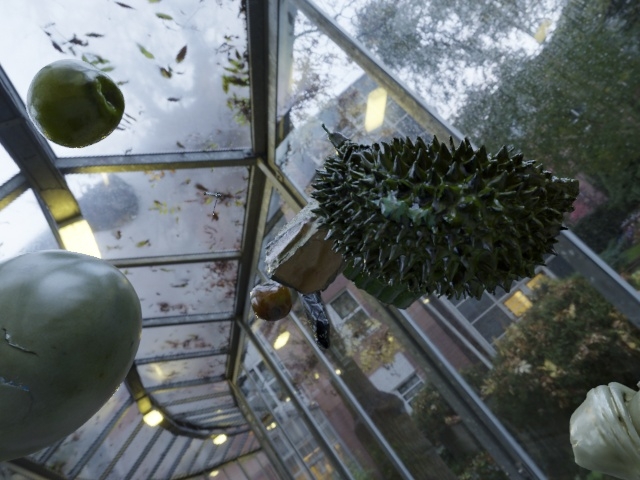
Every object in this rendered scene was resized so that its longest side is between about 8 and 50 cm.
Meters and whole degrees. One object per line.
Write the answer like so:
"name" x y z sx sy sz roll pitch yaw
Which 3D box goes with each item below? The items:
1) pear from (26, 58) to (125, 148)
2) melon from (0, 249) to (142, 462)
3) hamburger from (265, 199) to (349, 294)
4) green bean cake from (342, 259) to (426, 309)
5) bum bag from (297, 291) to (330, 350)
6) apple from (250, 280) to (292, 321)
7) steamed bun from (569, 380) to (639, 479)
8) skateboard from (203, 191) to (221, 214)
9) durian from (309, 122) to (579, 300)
"pear" -0.542 -0.300 0.976 0.198 0.198 0.198 -33 -23 -16
"melon" -0.423 0.162 0.642 0.268 0.269 0.330 -61 -2 42
"hamburger" 0.000 0.000 0.896 0.155 0.135 0.207 24 -59 -26
"green bean cake" 0.170 0.032 1.032 0.214 0.201 0.113 -64 5 -30
"bum bag" -0.026 0.200 1.408 0.074 0.309 0.137 -13 -35 -19
"apple" -0.120 0.154 1.113 0.099 0.101 0.114 -11 7 -1
"steamed bun" 0.743 0.426 1.030 0.289 0.203 0.276 0 -1 27
"skateboard" -0.395 -0.135 1.593 0.064 0.032 0.083 3 -61 -29
"durian" 0.072 -0.020 0.359 0.096 0.221 0.137 -2 -72 -57
